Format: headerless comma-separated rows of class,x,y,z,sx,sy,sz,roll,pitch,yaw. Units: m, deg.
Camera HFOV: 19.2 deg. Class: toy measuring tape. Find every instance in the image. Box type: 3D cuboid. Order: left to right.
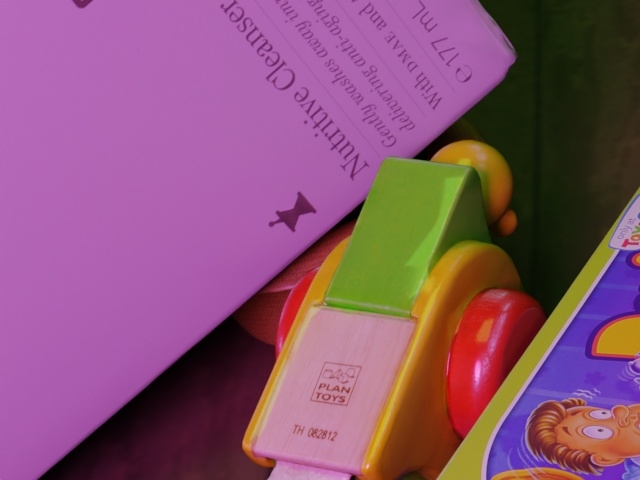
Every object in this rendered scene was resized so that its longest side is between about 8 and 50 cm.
toy measuring tape,0.019,0.104,0.800,0.121,0.121,0.330,7,61,32

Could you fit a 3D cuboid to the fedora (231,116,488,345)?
fedora,0.000,0.000,0.965,0.194,0.079,0.194,-17,28,9

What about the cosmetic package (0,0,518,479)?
cosmetic package,-0.135,-0.048,0.856,0.385,0.217,0.156,-43,36,-1

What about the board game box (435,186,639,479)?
board game box,0.209,0.068,0.771,0.233,0.078,0.347,7,37,31
